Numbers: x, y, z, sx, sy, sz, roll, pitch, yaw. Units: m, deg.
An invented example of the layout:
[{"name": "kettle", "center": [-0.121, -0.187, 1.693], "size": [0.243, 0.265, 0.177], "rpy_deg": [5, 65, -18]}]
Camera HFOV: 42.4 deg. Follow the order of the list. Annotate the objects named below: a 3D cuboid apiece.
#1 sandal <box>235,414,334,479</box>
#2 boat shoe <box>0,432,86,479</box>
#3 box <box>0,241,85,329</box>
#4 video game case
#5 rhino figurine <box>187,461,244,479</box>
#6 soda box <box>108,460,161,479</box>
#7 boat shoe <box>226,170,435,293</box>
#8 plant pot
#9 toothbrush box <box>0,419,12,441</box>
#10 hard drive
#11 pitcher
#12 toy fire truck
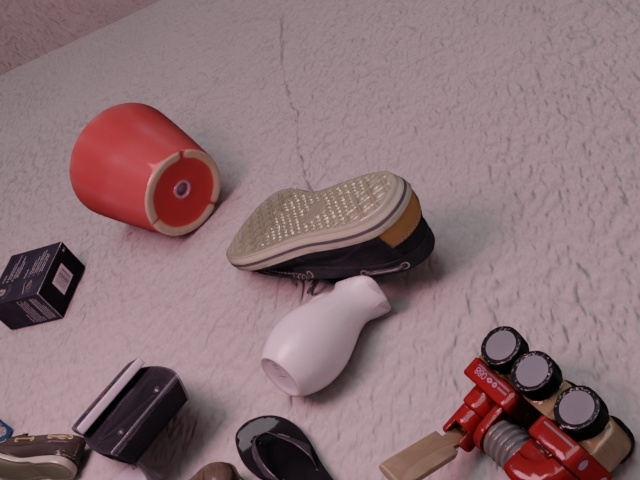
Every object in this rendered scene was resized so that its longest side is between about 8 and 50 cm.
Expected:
[{"name": "sandal", "center": [-0.045, 0.326, 1.204], "size": [0.097, 0.054, 0.254], "rpy_deg": [-44, 39, -13]}, {"name": "boat shoe", "center": [-0.518, 0.382, 1.474], "size": [0.227, 0.081, 0.069], "rpy_deg": [-4, 43, 23]}, {"name": "box", "center": [-0.636, 0.102, 1.849], "size": [0.158, 0.093, 0.156], "rpy_deg": [-13, 42, 23]}, {"name": "video game case", "center": [-0.380, 0.278, 1.471], "size": [0.157, 0.019, 0.143], "rpy_deg": [-50, 8, -23]}, {"name": "rhino figurine", "center": [-0.211, 0.414, 1.217], "size": [0.243, 0.073, 0.106], "rpy_deg": [-33, 41, 3]}, {"name": "soda box", "center": [-0.340, 0.443, 1.276], "size": [0.216, 0.074, 0.069], "rpy_deg": [-40, 37, -8]}, {"name": "boat shoe", "center": [0.000, 0.000, 1.455], "size": [0.500, 0.156, 0.187], "rpy_deg": [-9, 44, 51]}, {"name": "plant pot", "center": [-0.366, -0.142, 1.801], "size": [0.243, 0.275, 0.275], "rpy_deg": [27, 67, 40]}, {"name": "toothbrush box", "center": [-0.738, 0.452, 1.517], "size": [0.216, 0.126, 0.296], "rpy_deg": [-11, 44, 27]}, {"name": "hard drive", "center": [-0.305, 0.288, 1.367], "size": [0.172, 0.054, 0.254], "rpy_deg": [-51, 15, -21]}, {"name": "pitcher", "center": [-0.010, 0.151, 1.335], "size": [0.207, 0.125, 0.177], "rpy_deg": [-43, 17, -29]}, {"name": "toy fire truck", "center": [0.222, 0.253, 1.031], "size": [0.246, 0.158, 0.217], "rpy_deg": [-48, 39, 0]}]
